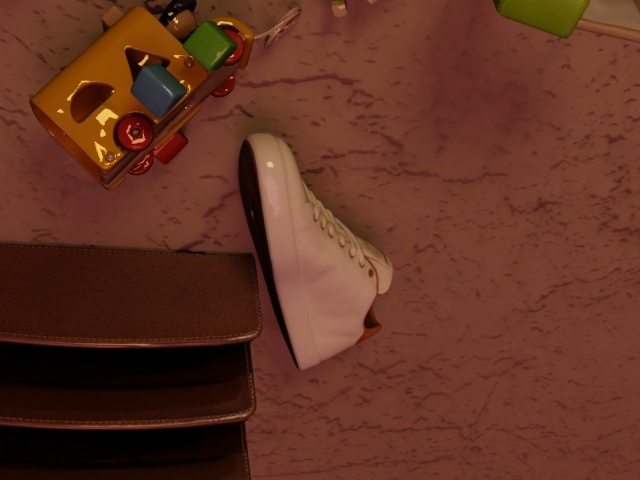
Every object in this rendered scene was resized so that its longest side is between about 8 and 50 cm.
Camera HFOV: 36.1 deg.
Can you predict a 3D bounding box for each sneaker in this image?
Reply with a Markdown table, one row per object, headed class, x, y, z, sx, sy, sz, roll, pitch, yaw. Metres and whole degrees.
| class | x | y | z | sx | sy | sz | roll | pitch | yaw |
| --- | --- | --- | --- | --- | --- | --- | --- | --- | --- |
| sneaker | 0.000 | 0.000 | 0.941 | 0.123 | 0.106 | 0.290 | -20 | 137 | -6 |

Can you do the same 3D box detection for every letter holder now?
| class | x | y | z | sx | sy | sz | roll | pitch | yaw |
| --- | --- | --- | --- | --- | --- | --- | --- | --- | --- |
| letter holder | -0.211 | 0.130 | 0.922 | 0.301 | 0.214 | 0.152 | 3 | 127 | -12 |

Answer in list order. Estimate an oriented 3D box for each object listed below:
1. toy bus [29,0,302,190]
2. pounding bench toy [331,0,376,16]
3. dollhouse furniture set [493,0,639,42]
| class | x | y | z | sx | sy | sz | roll | pitch | yaw |
| --- | --- | --- | --- | --- | --- | --- | --- | --- | --- |
| toy bus | -0.138 | -0.138 | 0.790 | 0.104 | 0.202 | 0.191 | 44 | 121 | -2 |
| pounding bench toy | 0.023 | -0.227 | 0.785 | 0.083 | 0.052 | 0.065 | -39 | 124 | 20 |
| dollhouse furniture set | 0.231 | -0.301 | 0.643 | 0.151 | 0.197 | 0.301 | 10 | 135 | -15 |
